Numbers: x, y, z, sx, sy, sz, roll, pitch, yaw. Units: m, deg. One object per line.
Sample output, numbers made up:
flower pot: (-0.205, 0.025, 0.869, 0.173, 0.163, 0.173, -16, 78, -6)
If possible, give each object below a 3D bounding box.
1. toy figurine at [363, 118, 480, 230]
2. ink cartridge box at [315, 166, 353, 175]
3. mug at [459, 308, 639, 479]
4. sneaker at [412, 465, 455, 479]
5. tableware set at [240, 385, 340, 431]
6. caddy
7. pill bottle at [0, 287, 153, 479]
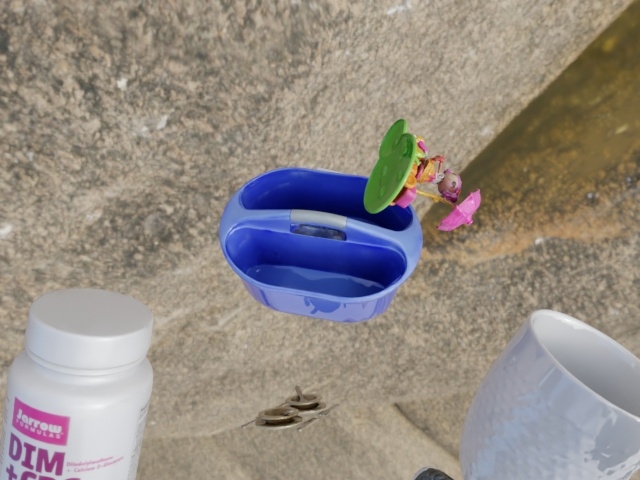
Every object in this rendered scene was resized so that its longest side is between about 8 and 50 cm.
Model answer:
toy figurine: (0.169, -0.086, 0.859, 0.159, 0.173, 0.130, 25, 139, -18)
ink cartridge box: (0.057, -0.019, 1.360, 0.201, 0.278, 0.117, 16, 178, 18)
mug: (0.443, 0.361, 0.985, 0.374, 0.276, 0.328, 33, 115, 15)
sneaker: (0.192, 0.371, 0.735, 0.080, 0.081, 0.211, -40, 100, 9)
tableware set: (-0.054, 0.316, 1.067, 0.128, 0.039, 0.194, -5, 176, 23)
caddy: (0.000, 0.000, 0.965, 0.341, 0.241, 0.179, 8, 153, 7)
pill bottle: (-0.293, 0.212, 0.678, 0.160, 0.160, 0.283, 8, 105, -20)
